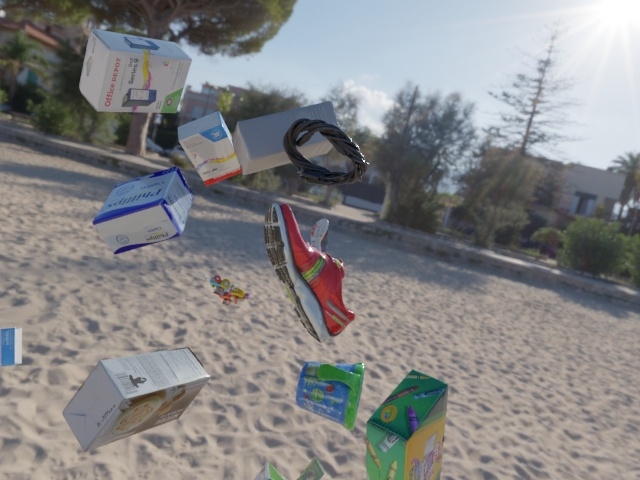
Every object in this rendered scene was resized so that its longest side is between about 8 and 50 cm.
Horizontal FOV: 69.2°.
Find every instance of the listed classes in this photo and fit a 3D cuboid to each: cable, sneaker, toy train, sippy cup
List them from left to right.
[{"bbox_3d":[-0.268,0.144,1.267,0.125,0.046,0.166,2,-27,30],"label":"toy train"},{"bbox_3d":[-0.017,0.050,0.866,0.118,0.279,0.107,-27,15,-19],"label":"sneaker"},{"bbox_3d":[0.000,0.000,1.696,0.061,0.158,0.065,11,-10,32],"label":"sneaker"},{"bbox_3d":[0.014,-0.176,0.936,0.184,0.151,0.047,13,46,29],"label":"cable"},{"bbox_3d":[0.034,0.544,1.688,0.224,0.306,0.240,10,18,9],"label":"sippy cup"}]

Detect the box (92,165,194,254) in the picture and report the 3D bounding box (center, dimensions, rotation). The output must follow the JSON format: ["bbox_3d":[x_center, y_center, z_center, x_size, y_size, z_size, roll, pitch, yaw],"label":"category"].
[{"bbox_3d":[-0.304,-0.055,0.812,0.126,0.072,0.137,-16,35,7],"label":"box"}]

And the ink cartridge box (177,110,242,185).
[{"bbox_3d":[-0.319,-0.258,1.409,0.134,0.231,0.078,-22,49,1],"label":"ink cartridge box"}]

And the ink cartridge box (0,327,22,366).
[{"bbox_3d":[-0.810,0.262,1.116,0.143,0.090,0.092,-1,-10,-24],"label":"ink cartridge box"}]

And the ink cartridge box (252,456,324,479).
[{"bbox_3d":[-0.090,0.406,0.700,0.062,0.209,0.109,42,-15,4],"label":"ink cartridge box"}]

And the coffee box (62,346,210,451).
[{"bbox_3d":[-0.364,0.313,0.950,0.098,0.141,0.246,44,11,22],"label":"coffee box"}]

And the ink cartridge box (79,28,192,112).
[{"bbox_3d":[-0.429,-0.387,1.085,0.093,0.154,0.212,46,35,23],"label":"ink cartridge box"}]

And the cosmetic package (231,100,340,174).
[{"bbox_3d":[-0.083,-0.243,1.110,0.238,0.107,0.127,-15,-4,-21],"label":"cosmetic package"}]

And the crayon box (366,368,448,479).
[{"bbox_3d":[0.163,0.409,0.876,0.081,0.278,0.165,16,31,35],"label":"crayon box"}]
